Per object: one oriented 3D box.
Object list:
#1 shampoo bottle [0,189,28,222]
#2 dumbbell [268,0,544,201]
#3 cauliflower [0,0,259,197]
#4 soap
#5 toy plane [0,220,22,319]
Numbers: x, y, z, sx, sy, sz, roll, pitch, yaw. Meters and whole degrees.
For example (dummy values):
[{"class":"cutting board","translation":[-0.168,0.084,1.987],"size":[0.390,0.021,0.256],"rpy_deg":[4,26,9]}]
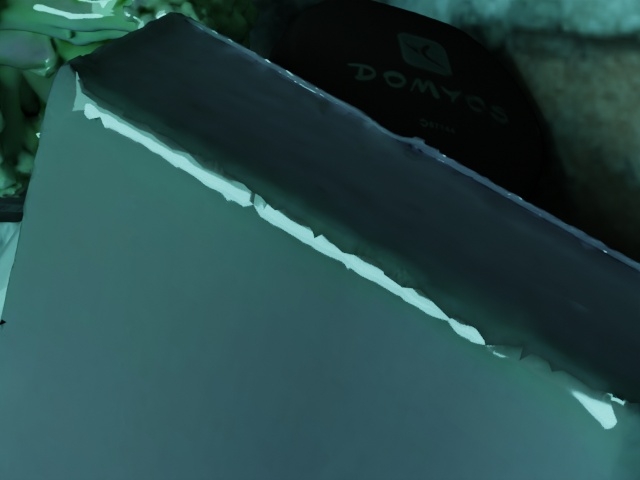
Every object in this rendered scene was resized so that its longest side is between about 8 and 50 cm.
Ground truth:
[{"class":"shampoo bottle","translation":[-0.188,-0.083,1.255],"size":[0.246,0.080,0.079],"rpy_deg":[-27,67,52]},{"class":"dumbbell","translation":[0.000,0.000,0.916],"size":[0.225,0.140,0.124],"rpy_deg":[-54,33,39]},{"class":"cauliflower","translation":[-0.169,-0.137,0.921],"size":[0.239,0.315,0.256],"rpy_deg":[-15,96,55]},{"class":"soap","translation":[-0.002,0.090,0.803],"size":[0.296,0.107,0.285],"rpy_deg":[31,128,17]},{"class":"toy plane","translation":[-0.131,0.011,1.102],"size":[0.252,0.118,0.252],"rpy_deg":[-57,10,16]}]
